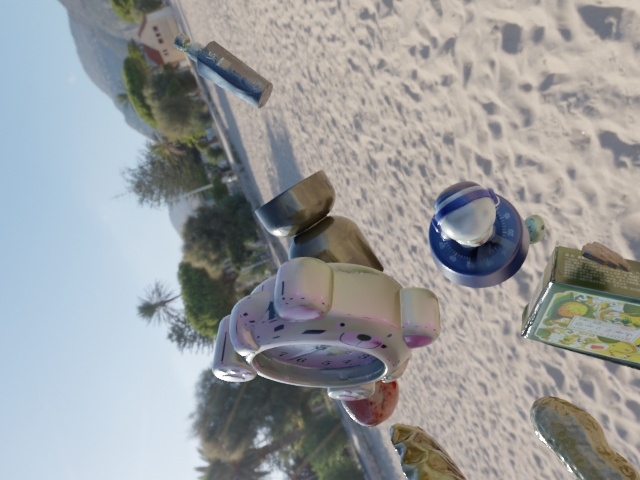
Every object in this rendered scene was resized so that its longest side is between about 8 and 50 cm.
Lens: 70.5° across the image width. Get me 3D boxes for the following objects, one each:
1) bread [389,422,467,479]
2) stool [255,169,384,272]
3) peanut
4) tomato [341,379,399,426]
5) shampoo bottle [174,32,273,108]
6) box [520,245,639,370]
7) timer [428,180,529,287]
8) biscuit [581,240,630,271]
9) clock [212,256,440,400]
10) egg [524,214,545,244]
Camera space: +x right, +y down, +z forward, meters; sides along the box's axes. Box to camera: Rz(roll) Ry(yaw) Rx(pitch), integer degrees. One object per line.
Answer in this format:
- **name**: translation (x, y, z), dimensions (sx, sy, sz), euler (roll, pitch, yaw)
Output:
- **bread**: translation (0.191, 0.392, 0.736), dimensions (0.128, 0.088, 0.232), euler (50, -175, -11)
- **stool**: translation (0.000, 0.000, 1.009), dimensions (0.264, 0.179, 0.179), euler (58, 174, -6)
- **peanut**: translation (0.493, 0.387, 0.848), dimensions (0.226, 0.095, 0.108), euler (56, 131, 47)
- **tomato**: translation (0.129, 0.370, 1.105), dimensions (0.155, 0.156, 0.069), euler (66, 159, 14)
- **shampoo bottle**: translation (-0.193, -0.337, 0.889), dimensions (0.208, 0.057, 0.063), euler (34, 158, 1)
- **box**: translation (0.841, 0.209, 1.312), dimensions (0.373, 0.421, 0.138), euler (77, -149, -52)
- **timer**: translation (0.383, -0.040, 1.147), dimensions (0.383, 0.270, 0.270), euler (33, -152, -62)
- **biscuit**: translation (0.706, 0.037, 1.132), dimensions (0.119, 0.130, 0.019), euler (-120, 40, -49)
- **clock**: translation (0.004, 0.144, 0.679), dimensions (0.309, 0.284, 0.114), euler (130, 151, -51)
- **egg**: translation (0.745, -0.038, 1.595), dimensions (0.085, 0.085, 0.110), euler (-131, 52, -68)
